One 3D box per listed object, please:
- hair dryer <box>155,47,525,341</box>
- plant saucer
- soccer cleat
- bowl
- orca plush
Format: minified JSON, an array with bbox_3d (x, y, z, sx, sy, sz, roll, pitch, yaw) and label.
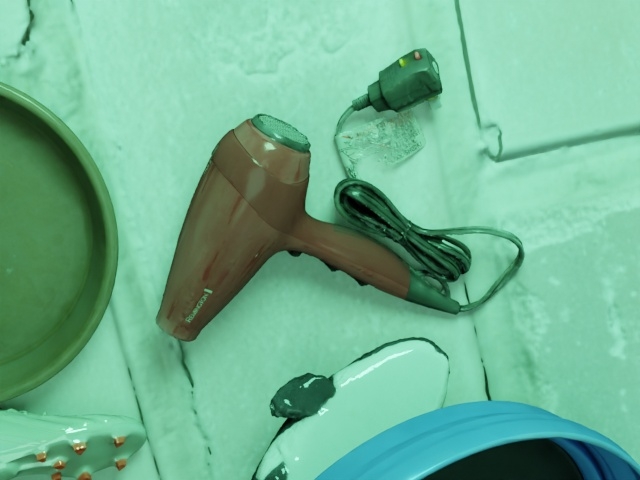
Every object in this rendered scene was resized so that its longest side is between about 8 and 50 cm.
[{"bbox_3d":[0.000,0.000,1.168,0.293,0.080,0.223,-22,106,5],"label":"hair dryer"},{"bbox_3d":[-0.298,-0.001,1.180,0.278,0.041,0.278,0,105,-2],"label":"plant saucer"},{"bbox_3d":[-0.243,0.163,1.218,0.196,0.076,0.068,-11,141,-13],"label":"soccer cleat"},{"bbox_3d":[0.097,0.299,1.176,0.391,0.077,0.391,-14,122,-24],"label":"bowl"},{"bbox_3d":[0.004,0.205,1.212,0.151,0.102,0.287,23,79,-7],"label":"orca plush"}]
